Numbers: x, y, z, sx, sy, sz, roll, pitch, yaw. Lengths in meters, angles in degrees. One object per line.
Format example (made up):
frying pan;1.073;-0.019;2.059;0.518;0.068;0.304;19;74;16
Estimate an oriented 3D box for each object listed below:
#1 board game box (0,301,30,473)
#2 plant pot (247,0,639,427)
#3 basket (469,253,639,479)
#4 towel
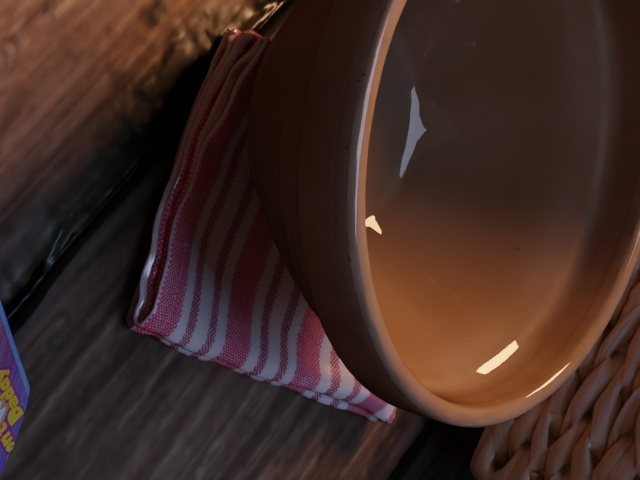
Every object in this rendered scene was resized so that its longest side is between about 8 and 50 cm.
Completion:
board game box;-0.152;0.056;0.601;0.133;0.033;0.169;-42;133;-40
plant pot;0.047;-0.047;0.719;0.237;0.109;0.237;-16;112;-47
basket;0.313;0.084;0.875;0.328;0.266;0.331;28;88;-42
towel;0.000;0.000;0.779;0.197;0.029;0.144;26;79;-48
